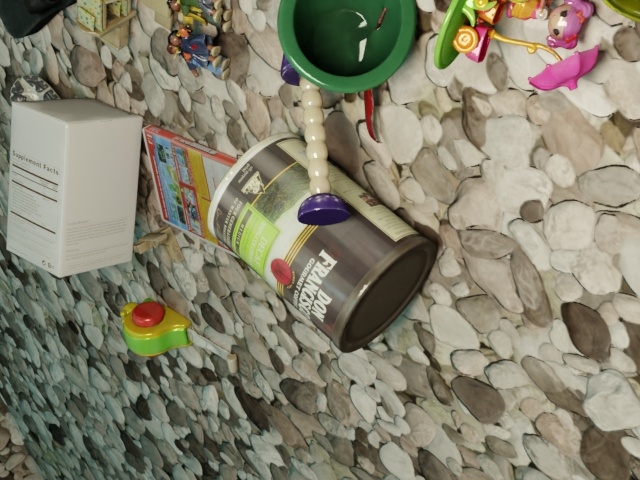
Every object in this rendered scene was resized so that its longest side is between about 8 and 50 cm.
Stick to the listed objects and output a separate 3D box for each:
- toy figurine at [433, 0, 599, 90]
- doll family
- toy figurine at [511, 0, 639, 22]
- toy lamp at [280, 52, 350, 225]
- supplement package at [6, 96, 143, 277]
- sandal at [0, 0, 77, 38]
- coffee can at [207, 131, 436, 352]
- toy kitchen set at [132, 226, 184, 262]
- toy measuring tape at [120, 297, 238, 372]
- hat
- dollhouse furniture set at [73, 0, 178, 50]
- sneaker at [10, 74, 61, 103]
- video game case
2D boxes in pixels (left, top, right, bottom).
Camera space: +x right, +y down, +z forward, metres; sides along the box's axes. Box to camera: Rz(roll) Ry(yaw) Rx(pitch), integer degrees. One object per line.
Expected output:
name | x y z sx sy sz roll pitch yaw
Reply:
toy figurine | 0.232 -0.237 1.063 0.159 0.130 0.173 28 113 15
doll family | -0.196 -0.325 1.503 0.111 0.076 0.193 21 130 14
toy figurine | 0.216 -0.356 0.950 0.363 0.217 0.191 11 123 -10
toy lamp | -0.011 -0.160 1.318 0.080 0.080 0.274 -33 57 55
supplement package | -0.465 -0.107 1.835 0.175 0.177 0.293 22 112 35
sandal | -0.518 -0.470 1.740 0.446 0.107 0.167 -24 93 55
coffee can | 0.000 0.000 1.419 0.275 0.201 0.201 40 142 23
toy kitchen set | -0.312 0.022 1.911 0.068 0.083 0.075 0 117 51
toy measuring tape | -0.319 0.214 2.047 0.330 0.121 0.121 27 135 35
hat | 0.029 -0.259 1.289 0.173 0.208 0.183 14 179 -1
dollhouse furniture set | -0.316 -0.351 1.588 0.161 0.101 0.182 33 142 15
sneaker | -0.519 -0.219 1.980 0.275 0.107 0.110 57 175 -8
video game case | -0.208 -0.082 1.756 0.285 0.025 0.204 24 134 37
